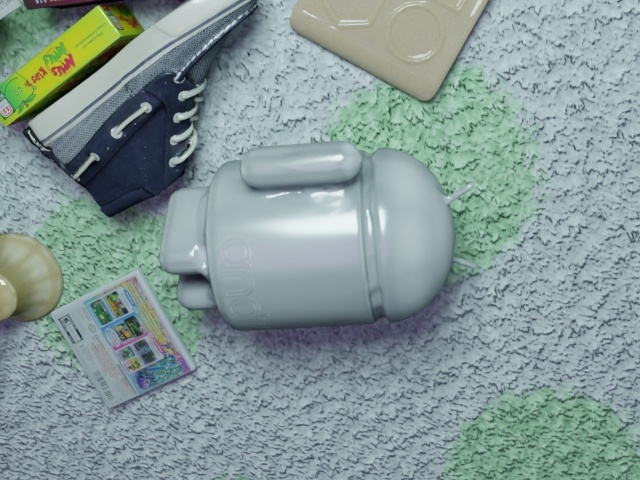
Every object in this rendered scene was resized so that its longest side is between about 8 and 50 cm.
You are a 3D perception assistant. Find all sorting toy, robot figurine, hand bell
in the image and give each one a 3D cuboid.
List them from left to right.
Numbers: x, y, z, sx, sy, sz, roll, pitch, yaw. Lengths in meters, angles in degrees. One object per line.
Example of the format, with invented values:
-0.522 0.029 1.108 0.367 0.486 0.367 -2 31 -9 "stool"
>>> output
-0.421 0.085 1.019 0.126 0.242 0.126 2 107 6 "hand bell"
0.000 0.000 0.966 0.353 0.200 0.300 -5 144 8 "robot figurine"
0.091 -0.292 0.958 0.193 0.038 0.208 28 112 -2 "sorting toy"

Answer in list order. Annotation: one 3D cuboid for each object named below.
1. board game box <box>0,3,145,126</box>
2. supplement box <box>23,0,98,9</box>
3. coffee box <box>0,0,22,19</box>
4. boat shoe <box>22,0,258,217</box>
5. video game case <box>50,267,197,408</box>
-0.302 -0.209 0.995 0.181 0.092 0.043 -33 100 15 "board game box"
-0.235 -0.314 0.950 0.188 0.104 0.081 -5 106 8 "supplement box"
-0.451 -0.335 0.904 0.098 0.141 0.247 -42 120 -21 "coffee box"
-0.175 -0.165 0.990 0.340 0.127 0.158 -30 107 22 "boat shoe"
-0.265 0.134 1.132 0.143 0.019 0.157 -26 101 13 "video game case"
